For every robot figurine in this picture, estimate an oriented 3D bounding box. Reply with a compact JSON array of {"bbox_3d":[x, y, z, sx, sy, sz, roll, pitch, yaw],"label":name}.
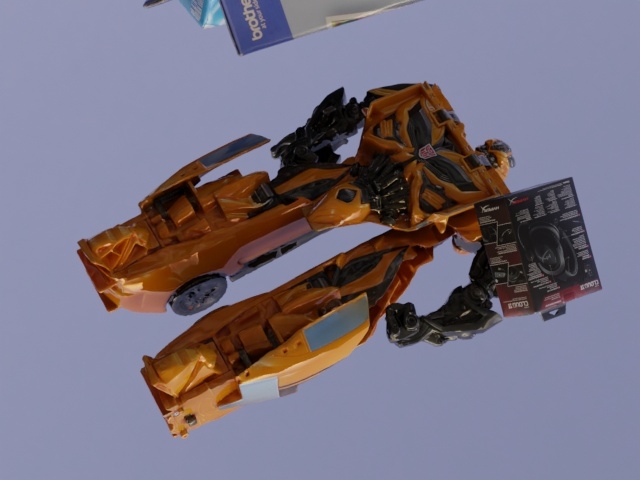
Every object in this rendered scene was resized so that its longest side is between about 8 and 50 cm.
[{"bbox_3d":[0.000,0.000,1.174,0.291,0.085,0.211,-28,-118,-8],"label":"robot figurine"}]

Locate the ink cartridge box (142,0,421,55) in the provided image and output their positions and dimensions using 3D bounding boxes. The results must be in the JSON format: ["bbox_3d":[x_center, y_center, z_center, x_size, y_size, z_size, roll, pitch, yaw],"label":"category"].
[{"bbox_3d":[0.040,-0.207,1.250,0.311,0.065,0.186,-14,-159,8],"label":"ink cartridge box"}]

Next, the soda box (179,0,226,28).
[{"bbox_3d":[-0.121,-0.278,1.582,0.210,0.071,0.067,51,-38,33],"label":"soda box"}]

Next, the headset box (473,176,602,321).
[{"bbox_3d":[0.137,0.008,1.118,0.032,0.062,0.083,-11,-85,54],"label":"headset box"}]
